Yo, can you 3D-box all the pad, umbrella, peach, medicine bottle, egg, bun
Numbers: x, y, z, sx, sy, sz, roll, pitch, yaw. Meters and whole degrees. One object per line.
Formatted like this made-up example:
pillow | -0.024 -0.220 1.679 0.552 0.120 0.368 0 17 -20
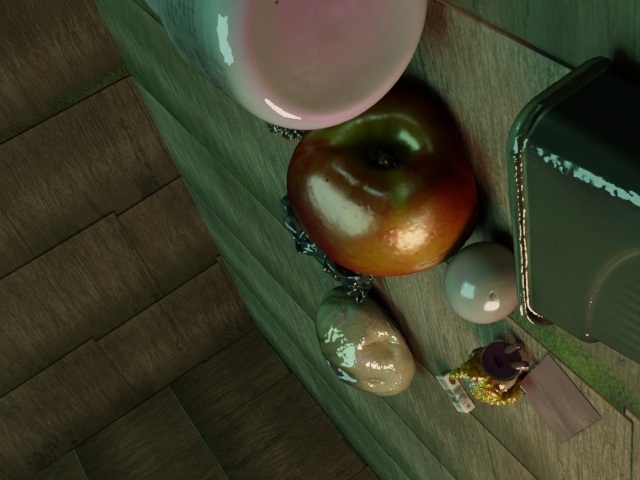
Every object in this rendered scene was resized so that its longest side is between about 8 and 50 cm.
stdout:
pad | 0.349 0.237 1.241 0.113 0.006 0.188 54 165 19
umbrella | -0.001 0.003 1.770 0.349 0.094 0.143 46 159 46
peach | 0.081 -0.069 1.124 0.275 0.245 0.249 59 -157 -66
medicine bottle | -0.063 -0.291 0.944 0.325 0.256 0.256 41 159 47
egg | 0.213 0.056 1.092 0.103 0.103 0.135 52 167 20
bun | 0.085 0.220 1.814 0.273 0.168 0.273 52 173 8

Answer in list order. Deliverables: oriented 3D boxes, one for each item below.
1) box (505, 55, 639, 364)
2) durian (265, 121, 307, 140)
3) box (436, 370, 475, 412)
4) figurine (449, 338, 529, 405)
box | 0.268 0.001 0.719 0.178 0.138 0.274 39 159 41
durian | -0.050 -0.240 1.237 0.196 0.166 0.196 62 175 10
box | 0.264 0.296 1.643 0.083 0.024 0.054 57 166 1
figurine | 0.253 0.210 1.292 0.156 0.114 0.095 78 -176 -69
